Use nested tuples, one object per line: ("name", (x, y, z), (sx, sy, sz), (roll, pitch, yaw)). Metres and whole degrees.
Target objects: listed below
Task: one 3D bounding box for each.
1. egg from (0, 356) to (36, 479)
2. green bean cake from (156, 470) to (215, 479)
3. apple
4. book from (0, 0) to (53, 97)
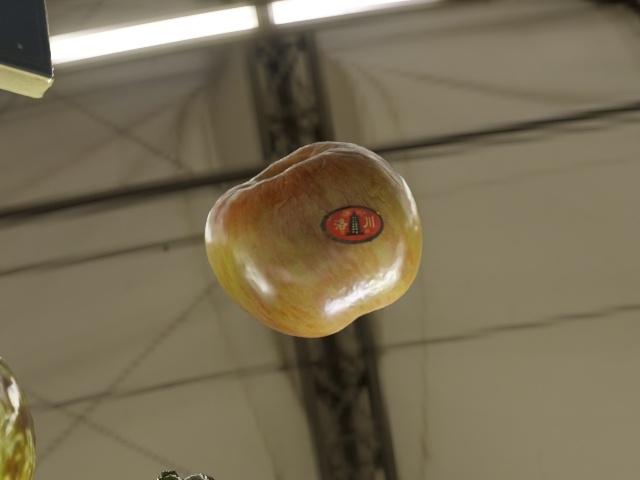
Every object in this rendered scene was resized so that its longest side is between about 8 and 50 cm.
("egg", (-0.356, 0.181, 1.464), (0.238, 0.238, 0.289), (-2, -161, 11))
("green bean cake", (-0.034, 0.304, 1.065), (0.335, 0.319, 0.218), (44, -97, 10))
("apple", (-0.002, 0.001, 1.064), (0.126, 0.102, 0.126), (-26, -169, 5))
("book", (-0.270, -0.226, 1.177), (0.191, 0.025, 0.269), (13, -128, -34))
